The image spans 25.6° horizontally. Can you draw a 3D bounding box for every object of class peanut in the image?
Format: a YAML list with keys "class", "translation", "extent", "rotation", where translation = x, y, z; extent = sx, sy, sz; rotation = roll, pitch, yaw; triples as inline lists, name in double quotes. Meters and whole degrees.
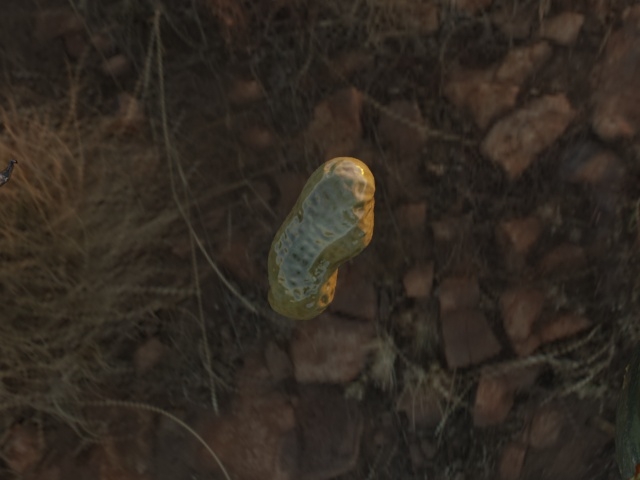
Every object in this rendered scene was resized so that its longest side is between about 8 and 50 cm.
- class: "peanut"
  translation: [0.000, 0.000, 0.858]
  extent: [0.054, 0.054, 0.113]
  rotation: [33, 113, 14]

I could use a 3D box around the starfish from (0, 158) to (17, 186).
- class: "starfish"
  translation: [-0.239, -0.004, 0.908]
  extent: [0.041, 0.130, 0.133]
  rotation: [25, 66, -14]

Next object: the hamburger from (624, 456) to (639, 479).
- class: "hamburger"
  translation: [0.254, 0.100, 0.587]
  extent: [0.150, 0.261, 0.276]
  rotation: [14, 29, 38]

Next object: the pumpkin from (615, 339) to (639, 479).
- class: "pumpkin"
  translation: [0.388, 0.137, 1.017]
  extent: [0.327, 0.291, 0.257]
  rotation: [21, 53, -20]
